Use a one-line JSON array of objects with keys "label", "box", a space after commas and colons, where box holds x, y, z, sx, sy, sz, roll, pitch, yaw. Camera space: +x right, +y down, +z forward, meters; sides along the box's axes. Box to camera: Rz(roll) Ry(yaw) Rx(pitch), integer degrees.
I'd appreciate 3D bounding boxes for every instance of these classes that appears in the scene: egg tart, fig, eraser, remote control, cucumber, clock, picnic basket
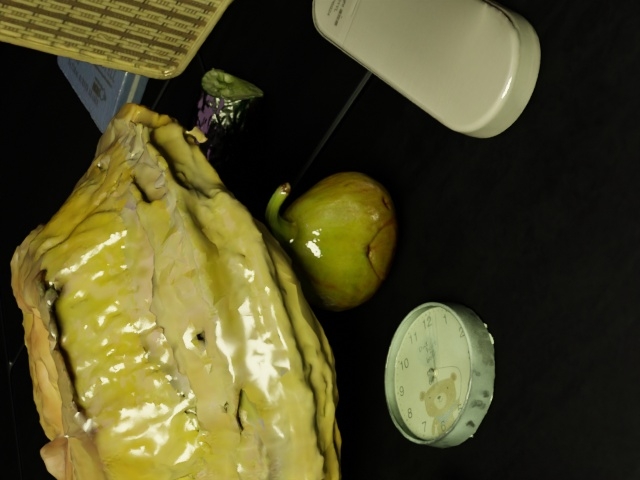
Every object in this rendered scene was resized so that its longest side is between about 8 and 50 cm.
[{"label": "egg tart", "box": [-0.114, 0.086, 0.746, 0.352, 0.150, 0.352, 43, 141, 50]}, {"label": "fig", "box": [0.000, 0.000, 0.703, 0.084, 0.098, 0.082, -50, 44, 40]}, {"label": "eraser", "box": [-0.221, -0.183, 1.160, 0.225, 0.036, 0.082, 50, 125, 50]}, {"label": "remote control", "box": [0.058, -0.136, 0.724, 0.245, 0.022, 0.077, 47, 118, 53]}, {"label": "cucumber", "box": [-0.100, -0.027, 0.913, 0.058, 0.052, 0.215, -113, 41, -70]}, {"label": "clock", "box": [0.066, 0.076, 0.653, 0.085, 0.017, 0.085, -23, 62, 53]}, {"label": "picnic basket", "box": [-0.156, -0.294, 0.911, 0.313, 0.228, 0.175, -44, 45, 44]}]
